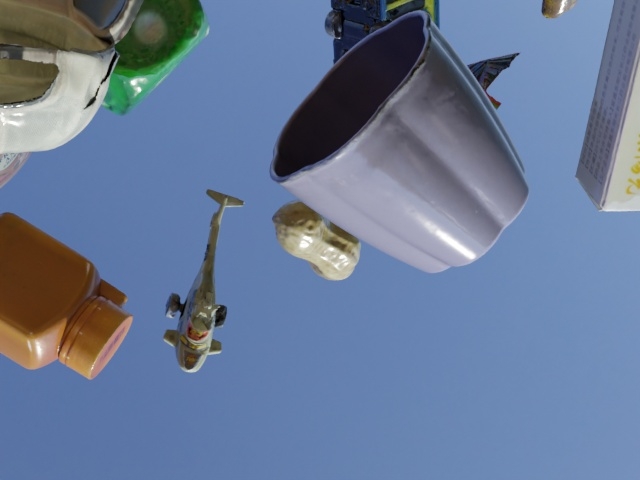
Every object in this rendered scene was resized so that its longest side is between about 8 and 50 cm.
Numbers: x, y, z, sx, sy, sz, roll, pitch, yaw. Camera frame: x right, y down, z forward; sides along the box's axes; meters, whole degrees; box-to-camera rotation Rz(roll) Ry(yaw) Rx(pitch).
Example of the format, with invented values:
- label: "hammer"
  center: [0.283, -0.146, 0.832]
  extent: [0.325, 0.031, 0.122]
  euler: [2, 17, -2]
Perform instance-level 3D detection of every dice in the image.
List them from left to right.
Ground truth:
- label: "dice"
  center: [-0.442, -0.475, 2.291]
  extent: [0.287, 0.297, 0.300]
  euler: [-46, -80, -14]

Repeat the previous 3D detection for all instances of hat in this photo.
- label: "hat"
  center: [-0.290, -0.199, 0.929]
  extent: [0.232, 0.161, 0.275]
  euler: [10, -126, -33]

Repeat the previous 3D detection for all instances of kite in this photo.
- label: "kite"
  center: [0.281, -0.268, 1.816]
  extent: [0.010, 0.190, 0.159]
  euler: [25, -152, -30]

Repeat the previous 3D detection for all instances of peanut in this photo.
- label: "peanut"
  center: [0.000, 0.000, 1.993]
  extent: [0.274, 0.125, 0.111]
  euler: [34, -120, -55]

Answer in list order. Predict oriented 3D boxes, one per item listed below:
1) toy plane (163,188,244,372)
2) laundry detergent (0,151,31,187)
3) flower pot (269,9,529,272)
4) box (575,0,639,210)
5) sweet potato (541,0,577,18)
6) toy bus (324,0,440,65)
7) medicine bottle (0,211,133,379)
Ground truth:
- label: "toy plane"
  center: [-0.172, 0.062, 1.539]
  extent: [0.092, 0.108, 0.286]
  euler: [16, -123, -12]
- label: "laundry detergent"
  center: [-0.489, -0.192, 1.582]
  extent: [0.076, 0.237, 0.171]
  euler: [29, -126, 4]
- label: "flower pot"
  center: [0.112, -0.099, 1.239]
  extent: [0.243, 0.265, 0.265]
  euler: [41, -146, -19]
- label: "box"
  center: [0.337, -0.186, 0.816]
  extent: [0.200, 0.343, 0.065]
  euler: [-1, -149, -8]
- label: "sweet potato"
  center: [0.236, -0.336, 0.865]
  extent: [0.108, 0.346, 0.079]
  euler: [19, -137, -6]
- label: "toy bus"
  center: [0.106, -0.429, 1.771]
  extent: [0.175, 0.287, 0.138]
  euler: [-30, -141, -35]
- label: "medicine bottle"
  center: [-0.369, 0.083, 1.362]
  extent: [0.222, 0.112, 0.149]
  euler: [31, -125, 3]
